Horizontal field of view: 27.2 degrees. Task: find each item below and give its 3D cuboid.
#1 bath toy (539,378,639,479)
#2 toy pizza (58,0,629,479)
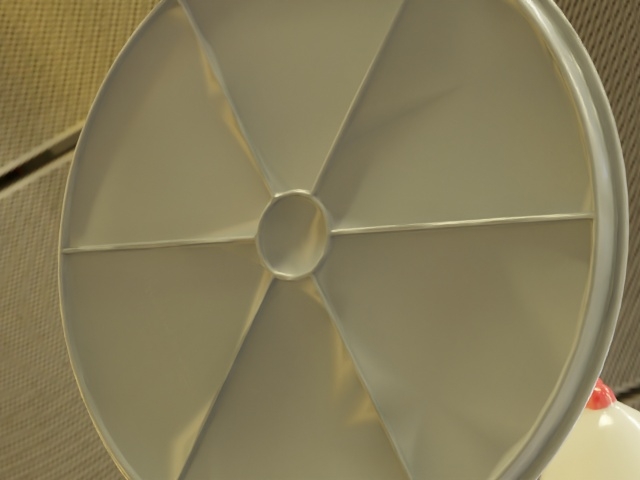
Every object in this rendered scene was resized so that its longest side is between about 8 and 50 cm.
[{"bbox_3d":[0.242,0.092,0.614,0.348,0.129,0.151,-13,-25,-23],"label":"bath toy"},{"bbox_3d":[0.000,0.000,0.403,0.201,0.032,0.201,-4,-98,33],"label":"toy pizza"}]
